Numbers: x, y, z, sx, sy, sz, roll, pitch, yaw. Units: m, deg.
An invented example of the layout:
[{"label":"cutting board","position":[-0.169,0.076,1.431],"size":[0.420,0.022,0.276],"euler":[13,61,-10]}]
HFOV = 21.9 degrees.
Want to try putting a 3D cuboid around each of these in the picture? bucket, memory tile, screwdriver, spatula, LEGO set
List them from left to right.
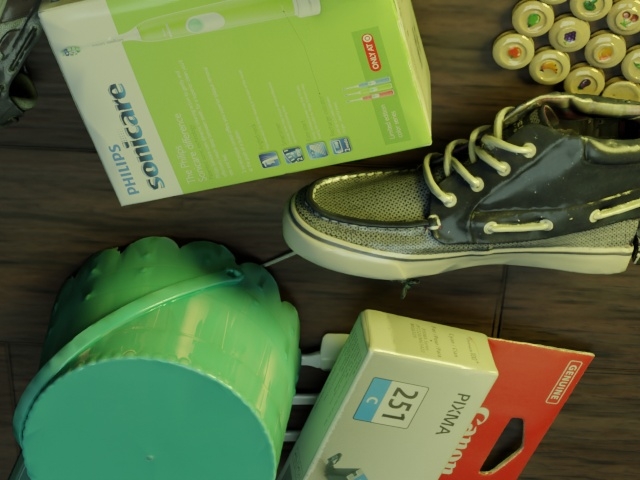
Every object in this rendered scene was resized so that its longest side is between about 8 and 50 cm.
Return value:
[{"label":"bucket","position":[-0.154,0.155,1.595],"size":[0.281,0.183,0.281],"euler":[2,121,3]},{"label":"spatula","position":[-0.038,0.161,1.724],"size":[0.242,0.019,0.168],"euler":[1,133,3]},{"label":"screwdriver","position":[0.000,0.000,1.588],"size":[0.170,0.024,0.025],"euler":[-20,155,20]},{"label":"LEGO set","position":[0.078,0.015,1.601],"size":[0.054,0.023,0.083],"euler":[11,115,-10]},{"label":"memory tile","position":[0.234,-0.174,1.444],"size":[0.148,0.012,0.113],"euler":[20,127,-15]}]

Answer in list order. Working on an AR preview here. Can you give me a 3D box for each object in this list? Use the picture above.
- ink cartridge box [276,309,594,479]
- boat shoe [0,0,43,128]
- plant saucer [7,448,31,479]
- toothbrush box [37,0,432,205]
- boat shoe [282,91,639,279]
[{"label":"ink cartridge box","position":[0.112,0.216,1.687],"size":[0.261,0.066,0.296],"euler":[11,127,-18]},{"label":"boat shoe","position":[-0.286,-0.133,1.452],"size":[0.073,0.080,0.223],"euler":[19,123,-7]},{"label":"plant saucer","position":[-0.320,0.288,1.834],"size":[0.067,0.018,0.192],"euler":[19,126,-13]},{"label":"toothbrush box","position":[-0.064,-0.166,1.391],"size":[0.283,0.122,0.206],"euler":[-12,128,10]},{"label":"boat shoe","position":[0.139,-0.060,1.473],"size":[0.340,0.127,0.158],"euler":[-1,132,-9]}]
